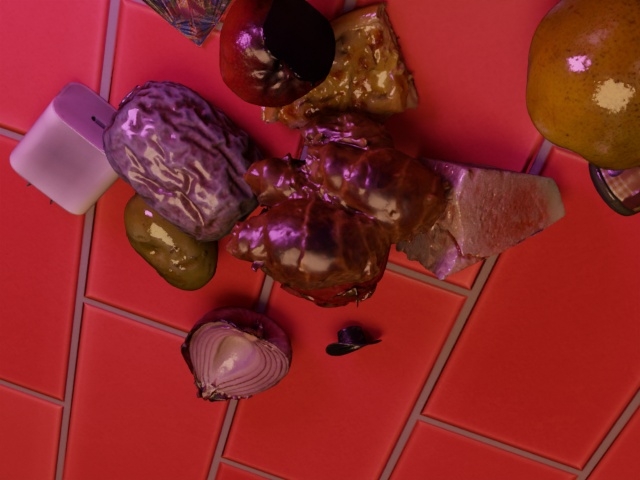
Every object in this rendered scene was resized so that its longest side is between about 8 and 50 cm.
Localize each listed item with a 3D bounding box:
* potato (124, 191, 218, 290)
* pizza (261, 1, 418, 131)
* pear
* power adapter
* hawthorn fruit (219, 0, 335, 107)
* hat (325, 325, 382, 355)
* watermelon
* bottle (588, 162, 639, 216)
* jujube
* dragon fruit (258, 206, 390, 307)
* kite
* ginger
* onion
[{"bbox_3d":[-0.286,-0.006,2.054,0.186,0.148,0.253,30,164,35],"label":"potato"},{"bbox_3d":[0.042,-0.256,1.802,0.223,0.089,0.323,42,129,-14],"label":"pizza"},{"bbox_3d":[0.450,-0.255,1.553,0.294,0.294,0.294,9,131,10],"label":"pear"},{"bbox_3d":[-0.484,-0.159,2.021,0.187,0.124,0.255,39,130,-14],"label":"power adapter"},{"bbox_3d":[-0.083,-0.321,1.699,0.189,0.251,0.189,-8,116,-18],"label":"hawthorn fruit"},{"bbox_3d":[0.067,0.207,2.194,0.121,0.050,0.121,-10,167,-2],"label":"hat"},{"bbox_3d":[0.258,-0.039,1.839,0.310,0.232,0.193,11,99,27],"label":"watermelon"},{"bbox_3d":[0.576,-0.155,1.687,0.271,0.143,0.156,-34,74,39],"label":"bottle"},{"bbox_3d":[-0.241,-0.148,1.892,0.317,0.226,0.226,43,128,-11],"label":"jujube"},{"bbox_3d":[0.000,0.000,1.920,0.244,0.244,0.299,-14,134,27],"label":"dragon fruit"},{"bbox_3d":[-0.226,-0.407,1.806,0.190,0.010,0.159,1,127,14],"label":"kite"},{"bbox_3d":[0.015,-0.057,1.732,0.357,0.152,0.274,-38,89,0],"label":"ginger"},{"bbox_3d":[-0.192,0.243,2.263,0.227,0.120,0.283,32,127,-13],"label":"onion"}]
